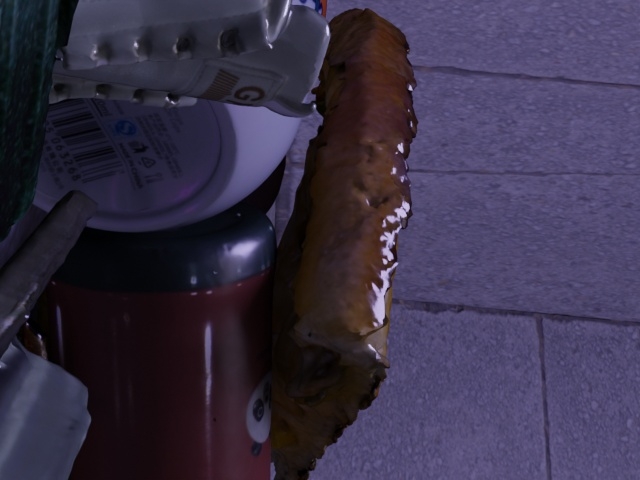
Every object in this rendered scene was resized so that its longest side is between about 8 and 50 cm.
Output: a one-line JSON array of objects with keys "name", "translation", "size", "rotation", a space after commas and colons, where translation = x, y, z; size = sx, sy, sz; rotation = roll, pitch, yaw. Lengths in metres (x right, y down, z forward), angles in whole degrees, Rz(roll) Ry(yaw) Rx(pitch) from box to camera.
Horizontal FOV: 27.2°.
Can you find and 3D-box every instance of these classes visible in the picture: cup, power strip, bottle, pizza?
[{"name": "cup", "translation": [-0.097, -0.166, 0.792], "size": [0.212, 0.212, 0.317], "rotation": [93, 5, -46]}, {"name": "power strip", "translation": [-0.150, 0.123, 0.492], "size": [0.257, 0.092, 0.251], "rotation": [-56, -177, 14]}, {"name": "bottle", "translation": [-0.098, 0.147, 0.840], "size": [0.144, 0.144, 0.336], "rotation": [-75, 165, -76]}, {"name": "pizza", "translation": [0.009, -0.025, 1.015], "size": [0.435, 0.080, 0.392], "rotation": [120, -17, -66]}]

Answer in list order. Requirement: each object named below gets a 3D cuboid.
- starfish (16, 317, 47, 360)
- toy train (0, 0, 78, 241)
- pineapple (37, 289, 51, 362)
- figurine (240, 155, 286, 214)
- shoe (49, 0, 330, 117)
[{"name": "starfish", "translation": [-0.201, 0.133, 0.810], "size": [0.213, 0.057, 0.238], "rotation": [-93, -165, -62]}, {"name": "toy train", "translation": [-0.142, -0.098, 0.335], "size": [0.178, 0.138, 0.330], "rotation": [-74, 179, -55]}, {"name": "pineapple", "translation": [-0.179, 0.125, 0.979], "size": [0.135, 0.079, 0.233], "rotation": [83, 12, -76]}, {"name": "figurine", "translation": [-0.136, -0.079, 1.133], "size": [0.186, 0.176, 0.287], "rotation": [54, -9, -10]}, {"name": "shoe", "translation": [-0.072, -0.101, 0.567], "size": [0.316, 0.159, 0.124], "rotation": [-43, -172, -24]}]
